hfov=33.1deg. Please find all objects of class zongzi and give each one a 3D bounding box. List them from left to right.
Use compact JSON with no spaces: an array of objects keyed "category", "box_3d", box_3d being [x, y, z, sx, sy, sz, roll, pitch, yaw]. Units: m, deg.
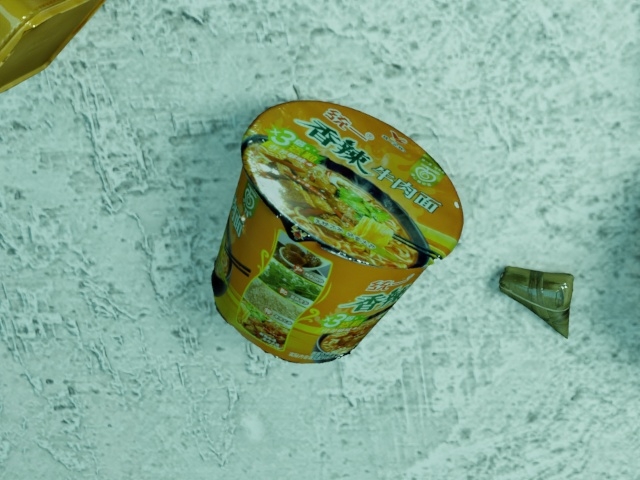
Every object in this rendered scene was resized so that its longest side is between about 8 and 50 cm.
[{"category":"zongzi","box_3d":[0.226,0.066,1.133,0.076,0.040,0.083,10,134,19]}]

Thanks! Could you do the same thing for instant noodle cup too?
[{"category":"instant noodle cup","box_3d":[0.000,0.000,1.070,0.230,0.230,0.182,30,129,1]}]

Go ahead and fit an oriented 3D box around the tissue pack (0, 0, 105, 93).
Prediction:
[{"category":"tissue pack","box_3d":[-0.369,-0.286,1.046,0.274,0.194,0.145,46,118,-8]}]
